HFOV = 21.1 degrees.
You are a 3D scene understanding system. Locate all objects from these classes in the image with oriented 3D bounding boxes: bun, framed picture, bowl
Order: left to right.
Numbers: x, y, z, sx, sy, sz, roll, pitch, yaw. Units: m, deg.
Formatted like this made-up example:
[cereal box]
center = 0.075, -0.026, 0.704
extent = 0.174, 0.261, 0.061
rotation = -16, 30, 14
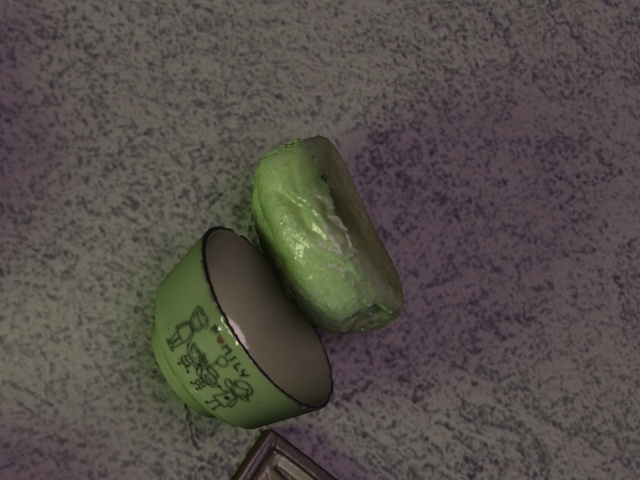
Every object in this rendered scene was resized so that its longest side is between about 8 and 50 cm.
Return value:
[bowl]
center = -0.092, 0.103, 1.722
extent = 0.112, 0.211, 0.211
rotation = -33, 94, 17
[framed picture]
center = -0.051, 0.299, 1.772
extent = 0.128, 0.023, 0.168
rotation = 39, 67, -11
[bun]
center = 0.001, 0.003, 1.782
extent = 0.108, 0.221, 0.221
rotation = -27, 90, 9
